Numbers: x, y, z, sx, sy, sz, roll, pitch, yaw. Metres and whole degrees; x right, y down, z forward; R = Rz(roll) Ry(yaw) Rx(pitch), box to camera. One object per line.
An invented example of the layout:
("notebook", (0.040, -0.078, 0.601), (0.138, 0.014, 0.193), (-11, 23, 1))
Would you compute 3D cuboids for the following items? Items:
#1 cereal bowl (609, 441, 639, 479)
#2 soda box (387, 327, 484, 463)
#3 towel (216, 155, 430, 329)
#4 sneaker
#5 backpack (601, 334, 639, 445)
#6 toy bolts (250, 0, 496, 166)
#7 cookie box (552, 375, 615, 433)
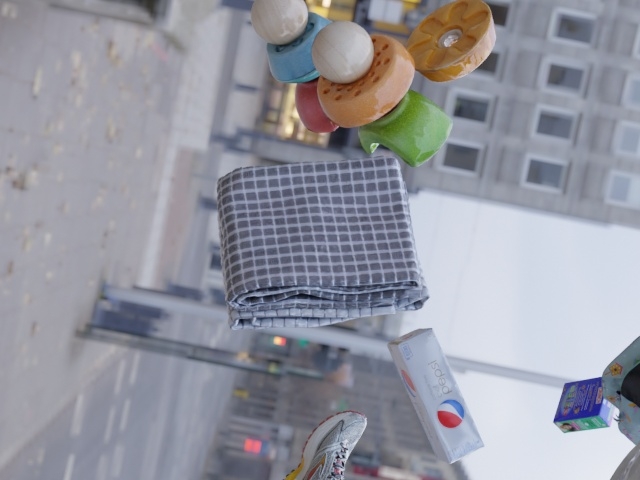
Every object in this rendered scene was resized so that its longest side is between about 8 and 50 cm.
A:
("cereal bowl", (0.341, 0.270, 1.225), (0.339, 0.141, 0.339), (-26, 127, -40))
("soda box", (0.188, 0.254, 2.238), (0.216, 0.069, 0.074), (67, -13, -1))
("towel", (0.000, 0.000, 1.899), (0.121, 0.283, 0.235), (92, -9, -48))
("sneaker", (0.013, 0.380, 2.205), (0.088, 0.092, 0.225), (36, 84, -48))
("backpack", (0.490, 0.215, 1.943), (0.166, 0.144, 0.188), (-41, 141, -20))
("toy bolts", (0.040, -0.208, 1.388), (0.218, 0.228, 0.158), (-54, 129, -17))
("cookie box", (0.489, 0.301, 2.493), (0.107, 0.040, 0.092), (-18, -142, 47))
